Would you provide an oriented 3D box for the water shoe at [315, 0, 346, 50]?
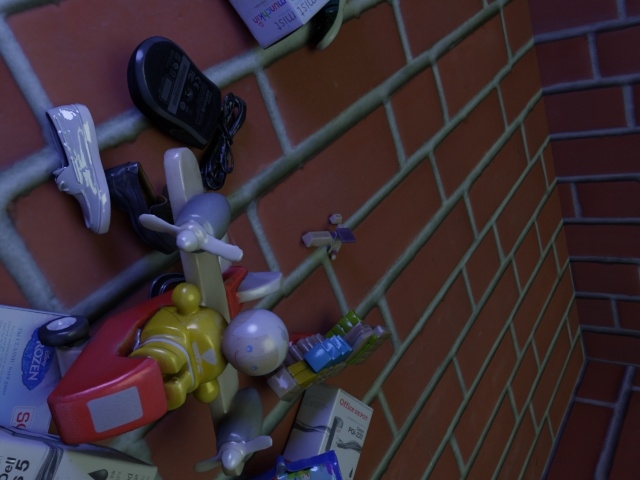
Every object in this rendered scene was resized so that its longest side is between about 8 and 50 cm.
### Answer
[{"bbox_3d":[0.007,-0.500,1.246,0.080,0.073,0.203,22,72,-22],"label":"water shoe"}]

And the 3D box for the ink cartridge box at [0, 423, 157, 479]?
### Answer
[{"bbox_3d":[-0.353,0.326,0.667,0.273,0.114,0.199,38,63,-47],"label":"ink cartridge box"}]

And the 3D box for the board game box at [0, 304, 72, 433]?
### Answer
[{"bbox_3d":[-0.471,0.217,0.658,0.318,0.065,0.319,23,74,-50],"label":"board game box"}]

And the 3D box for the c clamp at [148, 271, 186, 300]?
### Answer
[{"bbox_3d":[-0.233,0.127,0.994,0.137,0.022,0.161,-16,105,-45],"label":"c clamp"}]

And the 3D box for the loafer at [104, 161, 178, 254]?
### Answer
[{"bbox_3d":[-0.263,-0.047,0.900,0.062,0.061,0.170,-95,159,-50],"label":"loafer"}]

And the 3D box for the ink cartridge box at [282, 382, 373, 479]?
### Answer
[{"bbox_3d":[0.013,0.434,1.251,0.158,0.092,0.218,43,57,-43],"label":"ink cartridge box"}]

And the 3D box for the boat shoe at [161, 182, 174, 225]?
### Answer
[{"bbox_3d":[-0.220,-0.033,0.976,0.048,0.056,0.153,-47,129,-48],"label":"boat shoe"}]

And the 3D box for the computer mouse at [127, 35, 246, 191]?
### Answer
[{"bbox_3d":[-0.229,-0.216,0.953,0.272,0.072,0.189,46,54,-56],"label":"computer mouse"}]

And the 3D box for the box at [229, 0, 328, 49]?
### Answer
[{"bbox_3d":[-0.070,-0.522,1.060,0.231,0.126,0.262,52,52,-22],"label":"box"}]

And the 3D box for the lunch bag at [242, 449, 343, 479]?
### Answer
[{"bbox_3d":[-0.045,0.545,1.089,0.220,0.138,0.294,-15,98,-8],"label":"lunch bag"}]

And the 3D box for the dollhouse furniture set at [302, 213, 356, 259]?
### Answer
[{"bbox_3d":[0.000,0.000,1.286,0.114,0.091,0.081,-3,137,-30],"label":"dollhouse furniture set"}]

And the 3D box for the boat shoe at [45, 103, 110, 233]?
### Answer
[{"bbox_3d":[-0.341,-0.097,0.818,0.063,0.066,0.184,-15,106,-36],"label":"boat shoe"}]

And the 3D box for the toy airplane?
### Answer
[{"bbox_3d":[-0.152,0.123,0.825,0.386,0.272,0.385,47,53,-52],"label":"toy airplane"}]

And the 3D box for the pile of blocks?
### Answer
[{"bbox_3d":[0.011,0.211,1.210,0.362,0.113,0.149,-12,142,-53],"label":"pile of blocks"}]
